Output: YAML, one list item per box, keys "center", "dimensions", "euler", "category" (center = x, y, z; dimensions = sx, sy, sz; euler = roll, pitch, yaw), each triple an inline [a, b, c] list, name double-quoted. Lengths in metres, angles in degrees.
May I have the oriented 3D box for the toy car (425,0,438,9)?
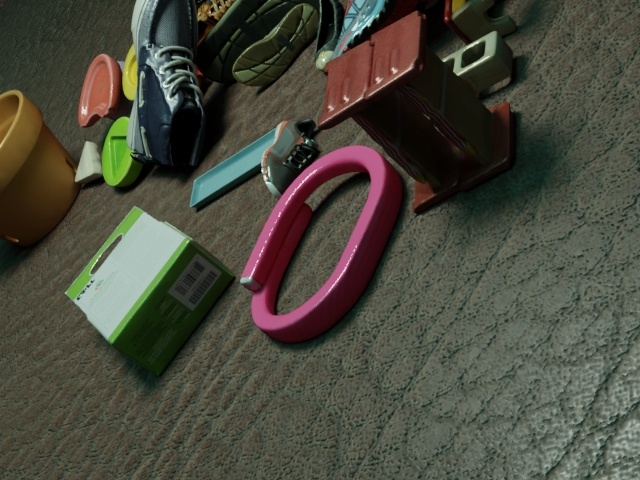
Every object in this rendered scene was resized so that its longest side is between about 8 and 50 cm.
- center: [0.164, -0.452, 1.693]
  dimensions: [0.182, 0.136, 0.159]
  euler: [-27, 37, 31]
  category: "toy car"

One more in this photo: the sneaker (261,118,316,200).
- center: [-0.042, -0.130, 1.680]
  dimensions: [0.064, 0.061, 0.158]
  euler: [-18, 44, 31]
  category: "sneaker"

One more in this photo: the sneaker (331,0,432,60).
- center: [0.091, -0.347, 1.650]
  dimensions: [0.262, 0.104, 0.125]
  euler: [-57, 36, 28]
  category: "sneaker"

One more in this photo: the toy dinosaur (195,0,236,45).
- center: [-0.246, -0.449, 2.231]
  dimensions: [0.321, 0.164, 0.219]
  euler: [-3, 66, 27]
  category: "toy dinosaur"

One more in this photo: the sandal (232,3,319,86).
- center: [-0.075, -0.334, 1.932]
  dimensions: [0.180, 0.072, 0.049]
  euler: [-46, 16, 3]
  category: "sandal"

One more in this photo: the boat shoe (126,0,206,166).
- center: [-0.248, -0.286, 1.944]
  dimensions: [0.158, 0.127, 0.341]
  euler: [25, 114, 52]
  category: "boat shoe"

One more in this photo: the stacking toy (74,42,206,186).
- center: [-0.350, -0.231, 2.168]
  dimensions: [0.309, 0.130, 0.280]
  euler: [2, 84, 55]
  category: "stacking toy"

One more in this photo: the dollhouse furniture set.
- center: [0.134, -0.247, 1.451]
  dimensions: [0.152, 0.201, 0.374]
  euler: [-26, 39, 34]
  category: "dollhouse furniture set"

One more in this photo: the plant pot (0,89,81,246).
- center: [-0.615, -0.125, 2.238]
  dimensions: [0.290, 0.203, 0.291]
  euler: [-31, 37, 27]
  category: "plant pot"

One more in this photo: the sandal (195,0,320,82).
- center: [-0.105, -0.400, 1.997]
  dimensions: [0.302, 0.120, 0.086]
  euler: [-33, 21, 25]
  category: "sandal"

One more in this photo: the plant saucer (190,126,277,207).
- center: [-0.135, -0.114, 1.814]
  dimensions: [0.192, 0.018, 0.067]
  euler: [-29, 37, 28]
  category: "plant saucer"

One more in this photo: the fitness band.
- center: [0.000, 0.000, 1.493]
  dimensions: [0.209, 0.054, 0.291]
  euler: [-5, 53, 48]
  category: "fitness band"

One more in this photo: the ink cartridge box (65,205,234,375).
- center: [-0.266, 0.066, 1.709]
  dimensions: [0.189, 0.097, 0.255]
  euler: [-53, 30, -6]
  category: "ink cartridge box"

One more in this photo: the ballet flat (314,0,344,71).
- center: [0.008, -0.338, 1.846]
  dimensions: [0.057, 0.049, 0.173]
  euler: [-29, 37, 30]
  category: "ballet flat"
